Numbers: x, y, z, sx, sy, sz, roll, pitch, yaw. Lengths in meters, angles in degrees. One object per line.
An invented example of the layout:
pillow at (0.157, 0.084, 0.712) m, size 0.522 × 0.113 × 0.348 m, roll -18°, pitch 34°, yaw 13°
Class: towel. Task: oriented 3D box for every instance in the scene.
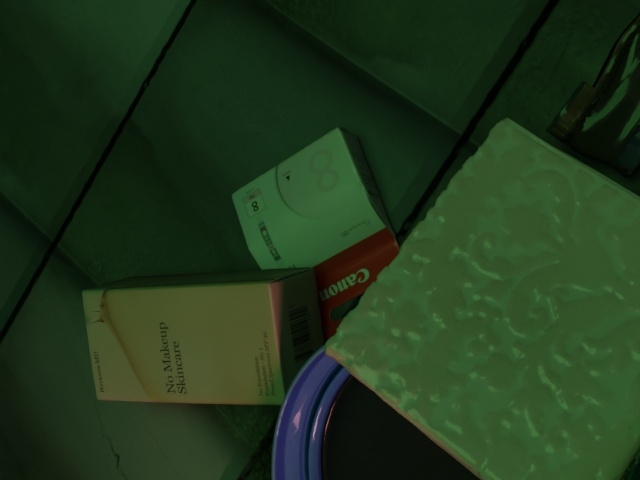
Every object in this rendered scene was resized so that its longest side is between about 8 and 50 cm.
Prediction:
towel at (0.218, 0.080, 1.098) m, size 0.317 × 0.053 × 0.332 m, roll 36°, pitch 80°, yaw 20°

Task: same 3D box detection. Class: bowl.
bowl at (0.120, 0.279, 1.220) m, size 0.391 × 0.077 × 0.391 m, roll 3°, pitch 95°, yaw 34°

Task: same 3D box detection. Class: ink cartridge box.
ink cartridge box at (0.000, 0.000, 1.389) m, size 0.189 × 0.066 × 0.232 m, roll -30°, pitch 64°, yaw 26°

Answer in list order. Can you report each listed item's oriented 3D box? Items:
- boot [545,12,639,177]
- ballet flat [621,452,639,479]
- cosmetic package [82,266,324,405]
boot at (0.358, -0.176, 1.192) m, size 0.106 × 0.082 × 0.219 m, roll 39°, pitch 97°, yaw 5°
ballet flat at (0.339, 0.213, 1.138) m, size 0.077 × 0.091 × 0.241 m, roll 19°, pitch 89°, yaw 63°
cosmetic package at (-0.154, 0.125, 1.413) m, size 0.309 × 0.113 × 0.160 m, roll -5°, pitch 96°, yaw 31°
